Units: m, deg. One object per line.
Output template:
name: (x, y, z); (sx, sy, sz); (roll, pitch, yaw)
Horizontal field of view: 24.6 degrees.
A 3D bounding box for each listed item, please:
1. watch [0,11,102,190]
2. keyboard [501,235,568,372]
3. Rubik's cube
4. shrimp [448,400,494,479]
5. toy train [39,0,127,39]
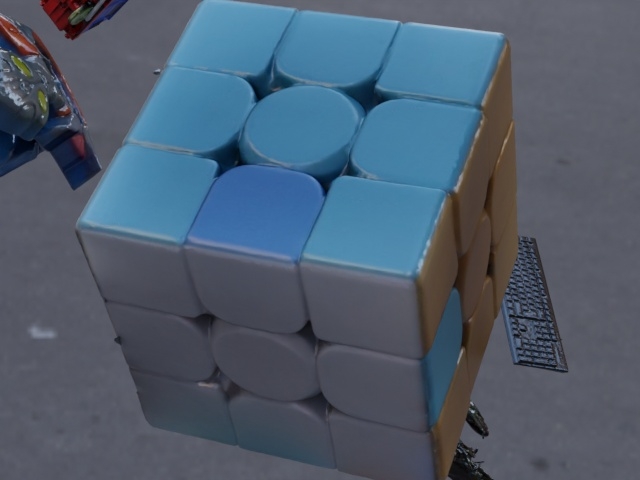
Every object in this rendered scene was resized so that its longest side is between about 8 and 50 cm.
watch: (-0.443, -0.128, 1.828); (0.274, 0.241, 0.305); (-28, 3, 5)
keyboard: (0.220, 0.063, 1.572); (0.064, 0.010, 0.198); (10, 42, -15)
Rubik's cube: (0.000, 0.000, 1.282); (0.290, 0.291, 0.291); (11, 51, 18)
shrimp: (0.163, 0.234, 1.691); (0.091, 0.161, 0.034); (-48, 21, -7)
toy train: (-0.298, -0.366, 2.011); (0.082, 0.204, 0.131); (53, 42, -2)
